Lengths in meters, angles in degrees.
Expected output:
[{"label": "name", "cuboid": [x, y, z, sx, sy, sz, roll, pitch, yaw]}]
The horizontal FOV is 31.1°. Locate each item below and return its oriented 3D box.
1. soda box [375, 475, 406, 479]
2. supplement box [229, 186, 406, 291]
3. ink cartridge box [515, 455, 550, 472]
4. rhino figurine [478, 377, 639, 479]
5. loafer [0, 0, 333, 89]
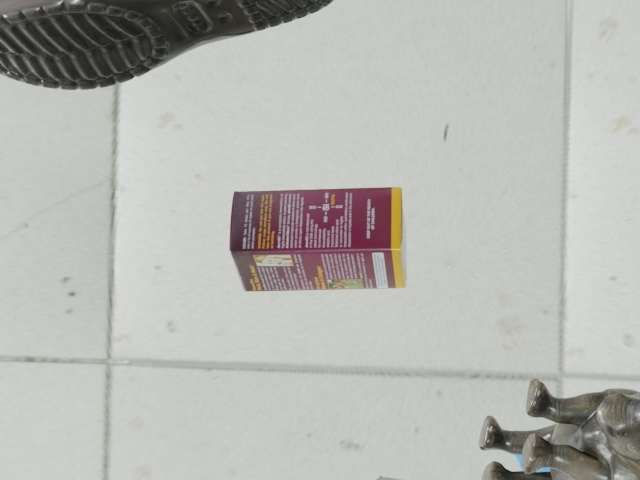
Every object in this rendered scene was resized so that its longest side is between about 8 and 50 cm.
[{"label": "soda box", "cuboid": [0.040, 0.297, 1.000, 0.098, 0.286, 0.091, 4, 99, 25]}, {"label": "supplement box", "cuboid": [0.000, 0.000, 1.281, 0.188, 0.104, 0.081, -1, 63, 6]}, {"label": "ink cartridge box", "cuboid": [0.310, 0.317, 1.324, 0.086, 0.148, 0.203, -26, 70, 15]}, {"label": "rhino figurine", "cuboid": [0.177, 0.126, 0.708, 0.106, 0.243, 0.073, 14, 69, -4]}, {"label": "loafer", "cuboid": [-0.156, -0.238, 1.039, 0.366, 0.134, 0.130, -11, 63, 8]}]
